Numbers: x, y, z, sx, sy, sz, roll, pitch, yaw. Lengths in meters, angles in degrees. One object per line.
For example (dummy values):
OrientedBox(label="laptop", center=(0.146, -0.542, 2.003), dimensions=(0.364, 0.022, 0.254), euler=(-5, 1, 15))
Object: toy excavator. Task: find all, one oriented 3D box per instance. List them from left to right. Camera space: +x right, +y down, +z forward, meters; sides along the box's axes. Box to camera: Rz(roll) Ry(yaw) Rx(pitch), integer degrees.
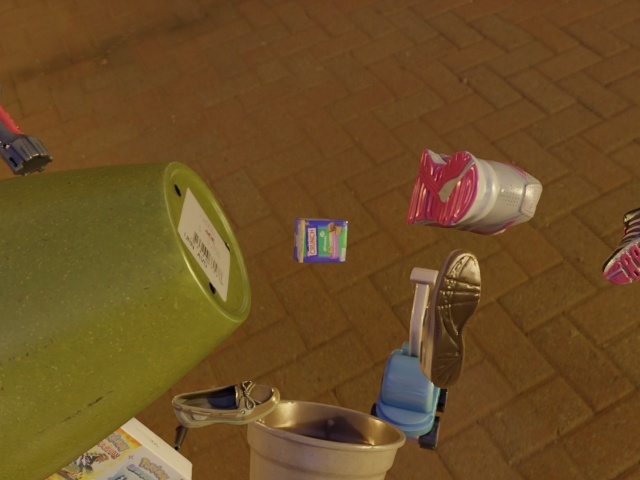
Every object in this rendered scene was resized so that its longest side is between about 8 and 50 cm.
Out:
OrientedBox(label="toy excavator", center=(0.301, 0.370, 1.887), dimensions=(0.222, 0.445, 0.433), euler=(10, 44, 16))

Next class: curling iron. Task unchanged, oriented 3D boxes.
OrientedBox(label="curling iron", center=(-0.391, 0.522, 1.694), dimensions=(0.035, 0.068, 0.274), euler=(6, 9, -4))

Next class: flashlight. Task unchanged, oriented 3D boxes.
OrientedBox(label="flashlight", center=(-0.748, -0.289, 1.412), dimensions=(0.103, 0.103, 0.304), euler=(-43, 81, 5))

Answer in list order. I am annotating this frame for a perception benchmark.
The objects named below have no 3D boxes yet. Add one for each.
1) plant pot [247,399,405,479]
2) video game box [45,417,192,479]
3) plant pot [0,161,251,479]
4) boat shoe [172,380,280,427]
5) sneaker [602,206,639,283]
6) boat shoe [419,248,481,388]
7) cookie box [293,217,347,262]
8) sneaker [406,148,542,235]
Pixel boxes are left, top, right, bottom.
OrientedBox(label="plant pot", center=(-0.017, 0.513, 1.204), dimensions=(0.333, 0.334, 0.306), euler=(9, 86, 17))
OrientedBox(label="video game box", center=(-0.347, 0.377, 0.981), dimensions=(0.187, 0.205, 0.048), euler=(-36, 28, 5))
OrientedBox(label="plant pot", center=(-0.216, 0.058, 0.489), dimensions=(0.293, 0.275, 0.275), euler=(-22, 49, 8))
OrientedBox(label="boat shoe", center=(-0.136, 0.233, 0.869), dimensions=(0.152, 0.048, 0.056), euler=(-6, 42, -2))
OrientedBox(label="sneaker", center=(0.492, -0.004, 0.924), dimensions=(0.170, 0.063, 0.075), euler=(-47, 21, 1))
OrientedBox(label="boat shoe", center=(0.270, 0.163, 1.307), dimensions=(0.109, 0.303, 0.098), euler=(5, 6, -20))
OrientedBox(label="cookie box", center=(0.000, 0.000, 1.274), dimensions=(0.107, 0.092, 0.040), euler=(0, 7, -22))
OrientedBox(label="sneaker", center=(0.181, -0.052, 0.736), dimensions=(0.111, 0.103, 0.252), euler=(12, 8, -9))
